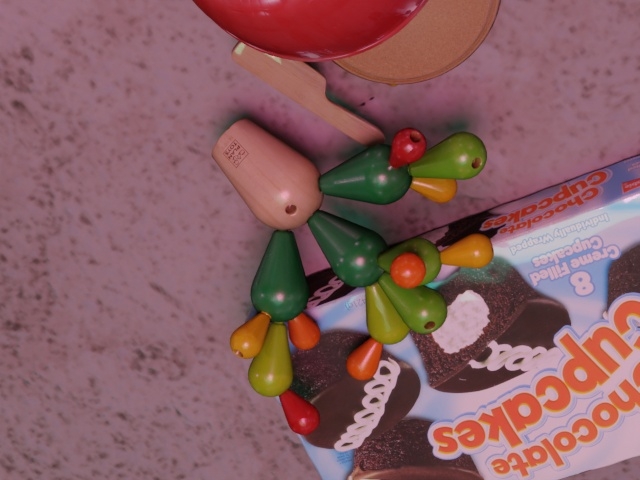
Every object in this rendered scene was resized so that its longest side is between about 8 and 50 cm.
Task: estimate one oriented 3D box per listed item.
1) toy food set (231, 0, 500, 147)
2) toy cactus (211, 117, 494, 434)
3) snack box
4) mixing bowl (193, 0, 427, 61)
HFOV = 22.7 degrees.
[{"bbox_3d":[0.046,-0.158,0.973,0.132,0.038,0.192,34,112,-19],"label":"toy food set"},{"bbox_3d":[0.000,0.000,0.986,0.180,0.112,0.219,43,119,12],"label":"toy cactus"},{"bbox_3d":[0.132,0.074,1.068,0.322,0.060,0.187,-21,113,17],"label":"snack box"},{"bbox_3d":[-0.023,-0.188,0.893,0.181,0.098,0.181,3,100,19],"label":"mixing bowl"}]
